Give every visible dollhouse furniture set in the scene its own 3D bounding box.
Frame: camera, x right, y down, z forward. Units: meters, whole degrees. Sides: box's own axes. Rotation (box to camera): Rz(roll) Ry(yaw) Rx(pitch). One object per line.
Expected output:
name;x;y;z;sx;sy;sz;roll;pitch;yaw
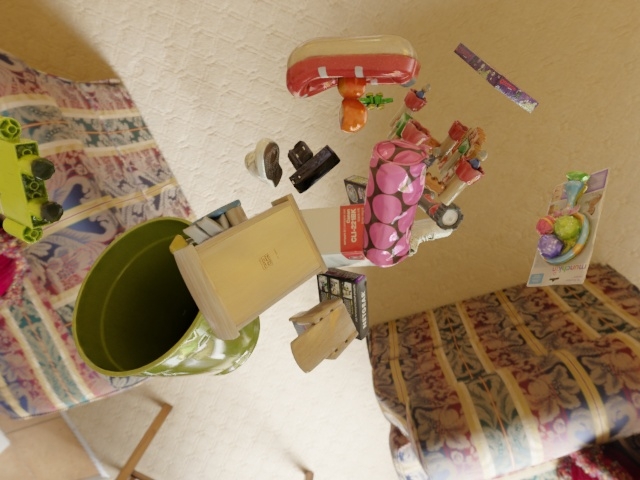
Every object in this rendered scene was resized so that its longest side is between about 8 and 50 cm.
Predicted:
dollhouse furniture set;-0.153;0.096;0.741;0.303;0.198;0.287;-15;103;49

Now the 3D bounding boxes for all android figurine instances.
android figurine;-0.613;-0.123;0.866;0.272;0.056;0.249;18;118;28

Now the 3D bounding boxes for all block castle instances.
block castle;0.399;-0.350;1.503;0.302;0.453;0.213;32;123;-9

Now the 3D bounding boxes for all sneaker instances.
sneaker;-0.198;-0.250;1.391;0.123;0.290;0.106;25;77;4
sneaker;0.417;-0.003;1.838;0.292;0.169;0.108;-2;135;6

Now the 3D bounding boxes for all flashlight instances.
flashlight;0.443;-0.138;1.687;0.103;0.304;0.103;22;110;-17

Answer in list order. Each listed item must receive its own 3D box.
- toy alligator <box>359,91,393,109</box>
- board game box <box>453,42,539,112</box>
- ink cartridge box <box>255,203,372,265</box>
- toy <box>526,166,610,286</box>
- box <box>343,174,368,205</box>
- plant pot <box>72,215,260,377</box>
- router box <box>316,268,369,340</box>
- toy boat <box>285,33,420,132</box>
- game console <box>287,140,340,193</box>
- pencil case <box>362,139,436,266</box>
toy alligator;0.170;-0.500;1.583;0.189;0.051;0.056;-6;84;-16
board game box;0.645;-0.611;1.623;0.208;0.347;0.056;23;123;-30
ink cartridge box;0.000;0.000;1.048;0.272;0.197;0.114;-5;78;16
toy;0.465;-0.031;0.850;0.056;0.137;0.237;28;76;-10
box;0.200;-0.121;1.783;0.060;0.216;0.270;-26;116;-18
plant pot;-0.329;0.184;1.091;0.366;0.367;0.353;-21;147;12
router box;0.059;0.166;1.163;0.133;0.046;0.179;13;120;35
toy boat;0.052;-0.264;0.758;0.230;0.151;0.151;6;105;19
game console;-0.055;-0.340;1.842;0.213;0.361;0.044;-39;125;7
pencil case;0.125;-0.059;0.728;0.095;0.098;0.210;38;139;35
